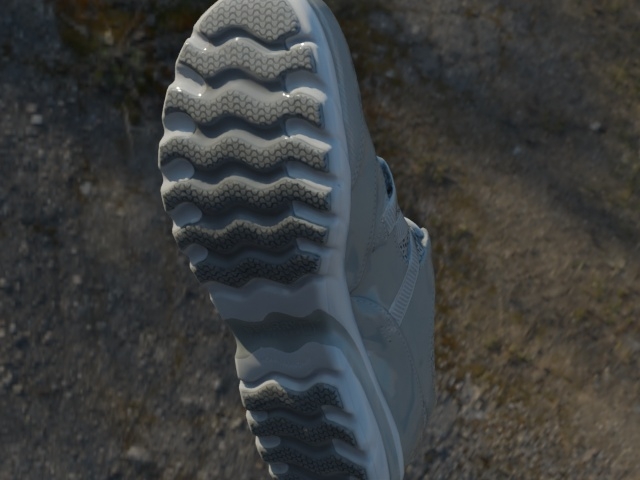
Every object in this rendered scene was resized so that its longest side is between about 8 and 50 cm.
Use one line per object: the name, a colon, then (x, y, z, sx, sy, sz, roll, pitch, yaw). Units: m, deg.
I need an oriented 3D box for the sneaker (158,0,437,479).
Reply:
sneaker: (0.000, 0.000, 0.612, 0.105, 0.281, 0.115, 9, 31, 32)
